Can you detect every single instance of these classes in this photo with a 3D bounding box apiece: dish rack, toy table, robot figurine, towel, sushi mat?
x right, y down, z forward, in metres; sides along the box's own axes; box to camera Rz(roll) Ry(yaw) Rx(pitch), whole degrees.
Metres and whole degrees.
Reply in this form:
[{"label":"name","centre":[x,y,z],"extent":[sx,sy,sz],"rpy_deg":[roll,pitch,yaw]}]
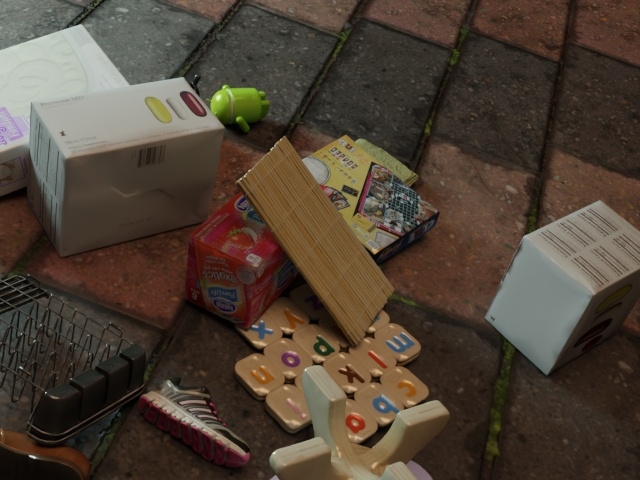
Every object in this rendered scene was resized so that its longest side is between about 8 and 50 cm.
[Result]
[{"label":"dish rack","centre":[-0.383,0.142,1.294],"extent":[0.271,0.074,0.208],"rpy_deg":[28,23,18]},{"label":"toy table","centre":[0.043,0.293,1.220],"extent":[0.274,0.161,0.252],"rpy_deg":[-20,45,-41]},{"label":"robot figurine","centre":[-0.157,-0.256,1.849],"extent":[0.115,0.067,0.101],"rpy_deg":[-7,55,-26]},{"label":"towel","centre":[0.102,-0.133,1.836],"extent":[0.148,0.027,0.110],"rpy_deg":[36,45,19]},{"label":"sushi mat","centre":[0.000,0.000,1.483],"extent":[0.317,0.019,0.151],"rpy_deg":[54,40,-15]}]

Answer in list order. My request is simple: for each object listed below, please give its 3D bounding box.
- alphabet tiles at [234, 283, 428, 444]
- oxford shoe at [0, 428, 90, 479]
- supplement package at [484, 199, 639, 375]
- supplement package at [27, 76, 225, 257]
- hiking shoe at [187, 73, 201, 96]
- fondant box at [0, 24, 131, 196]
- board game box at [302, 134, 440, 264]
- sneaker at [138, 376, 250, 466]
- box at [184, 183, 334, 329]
[{"label":"alphabet tiles","centre":[0.014,0.180,1.461],"extent":[0.284,0.021,0.278],"rpy_deg":[-25,53,-39]},{"label":"oxford shoe","centre":[-0.388,0.267,1.201],"extent":[0.212,0.076,0.076],"rpy_deg":[18,13,-1]},{"label":"supplement package","centre":[0.413,0.075,1.587],"extent":[0.203,0.194,0.149],"rpy_deg":[-22,53,-36]},{"label":"supplement package","centre":[-0.311,-0.120,1.539],"extent":[0.261,0.204,0.145],"rpy_deg":[-16,50,-33]},{"label":"hiking shoe","centre":[-0.287,-0.217,1.723],"extent":[0.086,0.114,0.227],"rpy_deg":[25,41,9]},{"label":"fondant box","centre":[-0.491,-0.212,1.613],"extent":[0.330,0.096,0.238],"rpy_deg":[-26,55,-23]},{"label":"board game box","centre":[0.067,-0.073,1.724],"extent":[0.165,0.042,0.243],"rpy_deg":[-32,60,-29]},{"label":"sneaker","centre":[-0.157,0.237,1.304],"extent":[0.170,0.063,0.075],"rpy_deg":[27,47,18]},{"label":"box","centre":[-0.094,0.004,1.525],"extent":[0.122,0.128,0.257],"rpy_deg":[24,39,16]}]
